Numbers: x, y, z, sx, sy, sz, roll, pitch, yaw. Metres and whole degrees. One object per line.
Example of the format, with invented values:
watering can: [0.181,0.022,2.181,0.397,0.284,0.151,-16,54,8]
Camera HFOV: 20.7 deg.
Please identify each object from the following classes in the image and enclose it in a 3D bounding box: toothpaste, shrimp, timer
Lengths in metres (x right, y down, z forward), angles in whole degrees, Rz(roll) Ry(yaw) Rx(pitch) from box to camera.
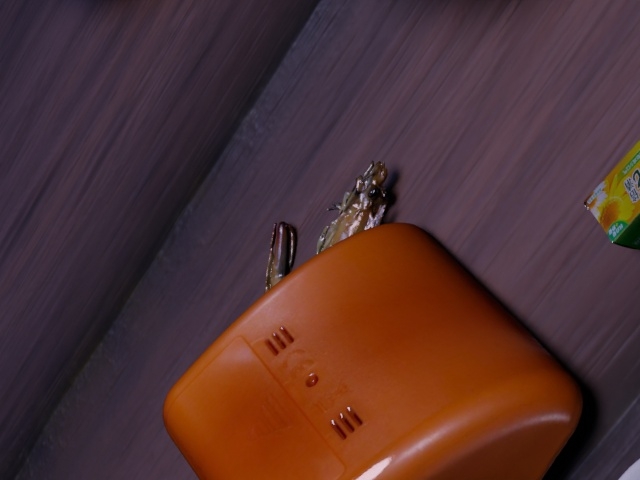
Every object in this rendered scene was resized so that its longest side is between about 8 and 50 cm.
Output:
toothpaste: [0.252,-0.070,1.182,0.178,0.037,0.043,-51,47,28]
shrimp: [0.001,0.000,1.452,0.124,0.034,0.178,42,117,51]
timer: [0.040,0.130,1.301,0.250,0.161,0.257,-47,43,4]

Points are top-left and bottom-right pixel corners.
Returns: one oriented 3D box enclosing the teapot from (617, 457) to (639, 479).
teapot: [0.234,0.226,0.981,0.280,0.252,0.424,-56,13,6]
